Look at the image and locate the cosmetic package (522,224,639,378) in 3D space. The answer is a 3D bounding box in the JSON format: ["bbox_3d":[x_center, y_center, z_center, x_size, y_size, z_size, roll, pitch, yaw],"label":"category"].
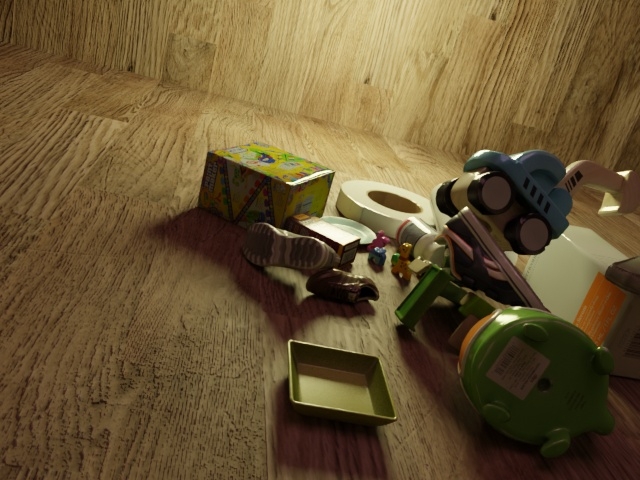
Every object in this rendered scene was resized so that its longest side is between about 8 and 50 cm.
[{"bbox_3d":[0.733,0.142,1.626,0.162,0.229,0.453,11,21,-11],"label":"cosmetic package"}]

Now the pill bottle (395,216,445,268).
[{"bbox_3d":[0.312,0.011,1.807,0.108,0.107,0.180,5,24,-27],"label":"pill bottle"}]

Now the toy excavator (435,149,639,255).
[{"bbox_3d":[0.606,-0.131,1.601,0.433,0.445,0.222,46,-11,-11],"label":"toy excavator"}]

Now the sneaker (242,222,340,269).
[{"bbox_3d":[-0.078,0.031,1.488,0.281,0.105,0.115,16,-3,39],"label":"sneaker"}]

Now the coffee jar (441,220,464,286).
[{"bbox_3d":[0.389,0.037,1.689,0.096,0.184,0.079,12,-10,-19],"label":"coffee jar"}]

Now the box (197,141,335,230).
[{"bbox_3d":[-0.155,-0.157,1.789,0.279,0.176,0.290,25,24,19],"label":"box"}]

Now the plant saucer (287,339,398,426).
[{"bbox_3d":[0.028,0.263,1.082,0.188,0.045,0.188,12,21,-10],"label":"plant saucer"}]

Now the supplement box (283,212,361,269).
[{"bbox_3d":[0.000,0.000,1.649,0.188,0.080,0.104,26,24,24],"label":"supplement box"}]

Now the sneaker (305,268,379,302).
[{"bbox_3d":[0.059,0.113,1.439,0.189,0.066,0.071,2,27,-30],"label":"sneaker"}]

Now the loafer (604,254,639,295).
[{"bbox_3d":[0.775,0.062,1.392,0.320,0.111,0.112,-1,27,-35],"label":"loafer"}]

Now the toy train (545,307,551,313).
[{"bbox_3d":[0.564,0.236,1.465,0.143,0.105,0.248,35,26,16],"label":"toy train"}]

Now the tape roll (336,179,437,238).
[{"bbox_3d":[0.247,-0.107,2.095,0.393,0.071,0.392,14,23,-6],"label":"tape roll"}]

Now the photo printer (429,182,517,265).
[{"bbox_3d":[0.491,-0.034,1.943,0.256,0.107,0.307,21,37,-18],"label":"photo printer"}]

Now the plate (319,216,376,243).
[{"bbox_3d":[0.078,-0.025,1.842,0.188,0.024,0.188,13,21,-5],"label":"plate"}]

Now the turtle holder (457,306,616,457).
[{"bbox_3d":[0.416,0.246,1.143,0.321,0.243,0.227,4,6,-7],"label":"turtle holder"}]

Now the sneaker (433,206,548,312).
[{"bbox_3d":[0.394,0.079,1.421,0.321,0.127,0.126,58,16,26],"label":"sneaker"}]

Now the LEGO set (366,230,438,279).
[{"bbox_3d":[0.223,0.038,1.698,0.227,0.093,0.087,28,25,28],"label":"LEGO set"}]

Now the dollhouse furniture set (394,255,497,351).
[{"bbox_3d":[0.294,0.164,1.486,0.198,0.151,0.301,36,3,-5],"label":"dollhouse furniture set"}]
